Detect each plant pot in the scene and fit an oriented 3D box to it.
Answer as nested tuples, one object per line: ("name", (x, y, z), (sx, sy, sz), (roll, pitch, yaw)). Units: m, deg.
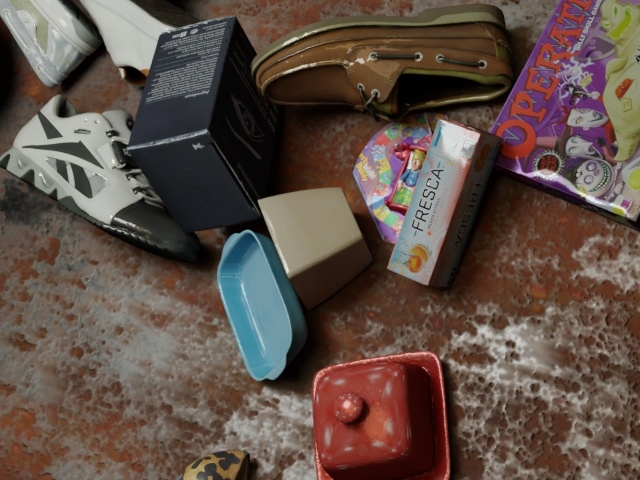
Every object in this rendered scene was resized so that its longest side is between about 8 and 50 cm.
("plant pot", (0.000, 0.000, 1.728), (0.096, 0.109, 0.109), (-23, 63, 2))

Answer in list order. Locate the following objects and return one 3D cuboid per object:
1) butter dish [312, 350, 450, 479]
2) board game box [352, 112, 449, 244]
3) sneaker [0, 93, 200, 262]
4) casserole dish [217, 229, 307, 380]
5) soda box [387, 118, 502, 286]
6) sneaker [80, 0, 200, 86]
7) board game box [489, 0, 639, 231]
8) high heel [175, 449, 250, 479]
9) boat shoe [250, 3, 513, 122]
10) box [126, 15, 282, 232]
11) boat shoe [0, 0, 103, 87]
("butter dish", (0.050, 0.193, 1.622), (0.160, 0.118, 0.160), (-11, 67, 20))
("board game box", (0.106, -0.077, 1.744), (0.133, 0.033, 0.168), (-29, 62, 12))
("sneaker", (-0.260, -0.088, 1.864), (0.331, 0.122, 0.146), (31, 88, 30))
("casserole dish", (-0.065, 0.075, 1.741), (0.114, 0.037, 0.188), (-52, 50, 43))
("soda box", (0.140, -0.042, 1.671), (0.058, 0.063, 0.183), (24, 100, 30))
("sneaker", (-0.260, -0.276, 1.947), (0.290, 0.106, 0.123), (43, 127, 45))
("board game box", (0.346, -0.201, 1.673), (0.208, 0.056, 0.346), (24, 83, 34))
("high heel", (-0.091, 0.363, 1.653), (0.186, 0.093, 0.261), (-41, 67, -10))
("boat shoe", (0.071, -0.196, 1.732), (0.307, 0.110, 0.104), (-11, 65, 9))
("box", (-0.132, -0.138, 1.772), (0.108, 0.153, 0.207), (-10, 44, 21))
("boat shoe", (-0.427, -0.337, 2.038), (0.320, 0.118, 0.103), (44, 95, 22))
